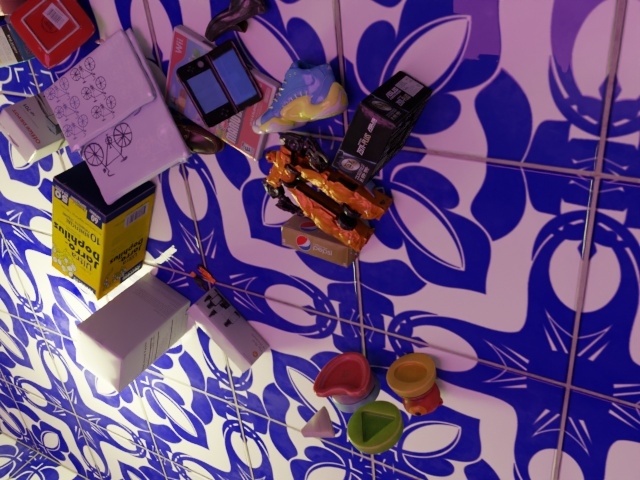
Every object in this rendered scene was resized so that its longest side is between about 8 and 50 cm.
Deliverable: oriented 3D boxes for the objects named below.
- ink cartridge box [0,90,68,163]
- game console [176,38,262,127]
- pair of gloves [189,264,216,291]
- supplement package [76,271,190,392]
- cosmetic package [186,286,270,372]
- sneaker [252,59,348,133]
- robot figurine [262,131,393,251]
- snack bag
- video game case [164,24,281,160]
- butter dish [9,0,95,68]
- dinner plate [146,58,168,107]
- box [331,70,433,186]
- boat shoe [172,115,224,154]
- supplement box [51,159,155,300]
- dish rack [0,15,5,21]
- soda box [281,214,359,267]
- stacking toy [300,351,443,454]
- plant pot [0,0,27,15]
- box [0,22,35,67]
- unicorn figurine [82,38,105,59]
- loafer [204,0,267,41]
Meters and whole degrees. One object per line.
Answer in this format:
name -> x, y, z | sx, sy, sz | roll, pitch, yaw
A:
ink cartridge box -> -0.735, -0.313, 1.733 | 0.082, 0.190, 0.140 | -31, 99, 44
game console -> -0.217, -0.334, 1.389 | 0.144, 0.124, 0.085 | 61, 158, -13
pair of gloves -> -0.341, 0.109, 1.867 | 0.074, 0.010, 0.083 | 48, 136, -2
supplement package -> -0.557, 0.270, 1.934 | 0.177, 0.293, 0.175 | 32, 133, 14
cosmetic package -> -0.262, 0.253, 1.848 | 0.239, 0.099, 0.060 | 47, 135, -2
sneaker -> -0.053, -0.300, 1.340 | 0.240, 0.091, 0.126 | -9, 100, 34
robot figurine -> 0.005, -0.113, 1.414 | 0.291, 0.085, 0.211 | 37, 134, 8
snack bag -> -0.502, -0.285, 1.579 | 0.323, 0.037, 0.343 | -23, 94, 28
video game case -> -0.230, -0.332, 1.472 | 0.285, 0.025, 0.204 | 33, 132, 13
butter dish -> -0.637, -0.518, 1.582 | 0.159, 0.118, 0.160 | -38, 94, 4
dinner plate -> -0.426, -0.377, 1.591 | 0.141, 0.017, 0.141 | 20, 131, 25
box -> 0.115, -0.210, 1.200 | 0.077, 0.180, 0.147 | 34, 134, 9
boat shoe -> -0.333, -0.249, 1.573 | 0.206, 0.073, 0.073 | 19, 125, 23
supplement box -> -0.621, -0.038, 1.837 | 0.194, 0.195, 0.357 | 34, 134, 12
dish rack -> -0.976, -0.666, 1.746 | 0.271, 0.074, 0.208 | 3, 120, 35
soda box -> 0.000, 0.000, 1.510 | 0.181, 0.061, 0.058 | 18, 128, 25
stacking toy -> 0.126, 0.412, 1.565 | 0.308, 0.280, 0.130 | -2, 129, 35
plant pot -> -0.783, -0.652, 1.549 | 0.201, 0.201, 0.180 | 28, 147, 18
box -> -0.878, -0.531, 1.777 | 0.244, 0.060, 0.101 | 2, 120, 35
unicorn figurine -> -0.532, -0.422, 1.604 | 0.111, 0.060, 0.162 | 53, 137, -1
loafer -> -0.177, -0.451, 1.330 | 0.170, 0.062, 0.061 | -26, 107, 45
